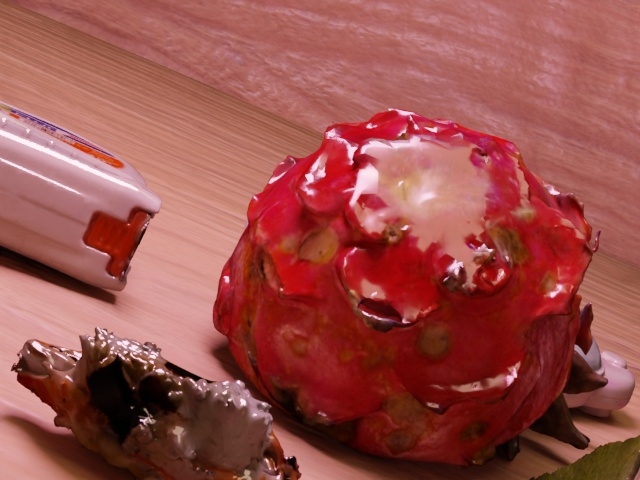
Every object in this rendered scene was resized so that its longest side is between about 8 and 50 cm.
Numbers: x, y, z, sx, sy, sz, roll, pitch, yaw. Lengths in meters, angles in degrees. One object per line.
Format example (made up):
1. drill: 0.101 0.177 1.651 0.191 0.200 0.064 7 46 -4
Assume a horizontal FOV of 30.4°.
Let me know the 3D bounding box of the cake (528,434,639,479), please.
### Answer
1. cake: 0.242 0.273 0.951 0.158 0.172 0.283 29 -21 -3

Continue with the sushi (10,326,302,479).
1. sushi: -0.117 0.125 0.838 0.226 0.103 0.097 21 28 4

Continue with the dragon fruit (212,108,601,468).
1. dragon fruit: 0.096 0.014 1.132 0.387 0.249 0.370 2 40 -11

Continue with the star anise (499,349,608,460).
1. star anise: 0.189 0.124 1.287 0.288 0.088 0.288 16 45 -17

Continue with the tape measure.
1. tape measure: -0.307 -0.058 1.229 0.258 0.130 0.265 23 6 -13

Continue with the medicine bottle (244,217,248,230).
1. medicine bottle: 0.000 0.000 1.562 0.192 0.107 0.107 16 14 -31

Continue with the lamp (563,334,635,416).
1. lamp: 0.289 0.141 1.475 0.246 0.107 0.179 19 17 -19
